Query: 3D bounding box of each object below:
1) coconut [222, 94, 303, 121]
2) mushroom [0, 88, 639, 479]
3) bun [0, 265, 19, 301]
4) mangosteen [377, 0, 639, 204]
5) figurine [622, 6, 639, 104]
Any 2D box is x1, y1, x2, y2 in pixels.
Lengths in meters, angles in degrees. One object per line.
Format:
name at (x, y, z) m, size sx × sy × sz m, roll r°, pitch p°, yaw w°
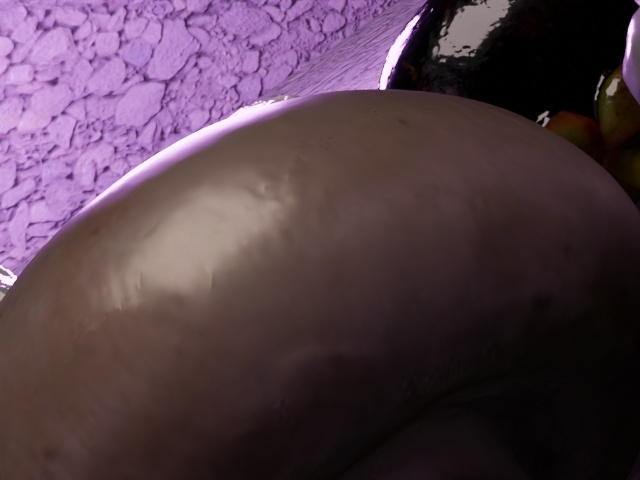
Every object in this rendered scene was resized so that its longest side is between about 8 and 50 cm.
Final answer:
coconut at (-0.041, -0.074, 1.627) m, size 0.204 × 0.236 × 0.236 m, roll -63°, pitch -3°, yaw 28°
mushroom at (0.016, 0.114, 0.601) m, size 0.362 × 0.362 × 0.294 m, roll -33°, pitch 53°, yaw -10°
bun at (-0.322, 0.178, 1.303) m, size 0.293 × 0.293 × 0.187 m, roll -28°, pitch -23°, yaw 12°
mangosteen at (0.203, -0.114, 1.212) m, size 0.275 × 0.275 × 0.302 m, roll -35°, pitch 47°, yaw -20°
figurine at (0.235, -0.008, 0.447) m, size 0.266 × 0.361 × 0.377 m, roll -12°, pitch 22°, yaw 20°
